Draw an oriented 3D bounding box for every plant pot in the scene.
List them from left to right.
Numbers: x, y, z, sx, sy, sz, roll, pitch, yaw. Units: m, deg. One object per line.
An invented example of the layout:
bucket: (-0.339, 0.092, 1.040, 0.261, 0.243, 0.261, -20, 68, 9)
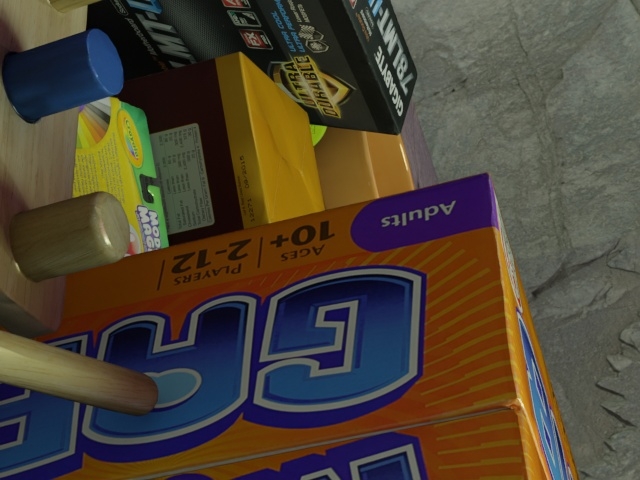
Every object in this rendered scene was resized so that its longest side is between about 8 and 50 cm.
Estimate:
plant pot: (-0.009, -0.035, 1.487, 0.291, 0.203, 0.291, -14, 90, -78)

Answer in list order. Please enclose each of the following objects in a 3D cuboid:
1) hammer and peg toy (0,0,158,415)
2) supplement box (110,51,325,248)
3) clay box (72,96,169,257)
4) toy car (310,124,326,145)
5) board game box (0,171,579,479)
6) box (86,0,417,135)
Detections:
hammer and peg toy: (-0.192, -0.064, 0.628, 0.266, 0.127, 0.361, 51, 30, -52)
supplement box: (-0.113, -0.037, 1.018, 0.191, 0.194, 0.129, 31, 48, -74)
clay box: (-0.189, -0.036, 0.834, 0.222, 0.053, 0.127, 8, 68, -56)
toy car: (-0.086, -0.134, 1.314, 0.136, 0.182, 0.159, -99, -173, -47)
board game box: (-0.024, 0.239, 0.740, 0.356, 0.356, 0.356, -89, 161, -50)
box: (-0.097, -0.196, 1.037, 0.295, 0.293, 0.073, 59, 43, -59)
